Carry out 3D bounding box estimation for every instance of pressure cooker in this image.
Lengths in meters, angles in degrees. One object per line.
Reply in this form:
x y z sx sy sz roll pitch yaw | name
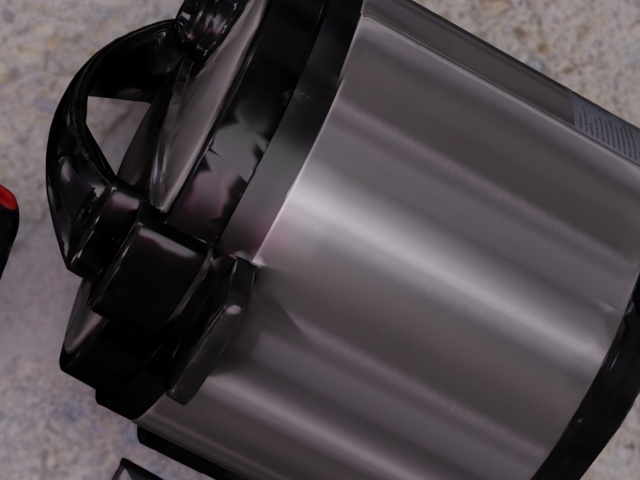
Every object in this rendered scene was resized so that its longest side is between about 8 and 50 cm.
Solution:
0.003 -0.005 1.277 0.420 0.370 0.375 28 74 -12 | pressure cooker

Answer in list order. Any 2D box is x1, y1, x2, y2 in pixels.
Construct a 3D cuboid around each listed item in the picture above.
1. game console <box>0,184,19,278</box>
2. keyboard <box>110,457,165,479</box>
-0.426 0.087 1.249 0.342 0.060 0.387 20 98 -3 | game console
-0.030 0.267 1.406 0.317 0.033 0.201 31 77 -8 | keyboard
